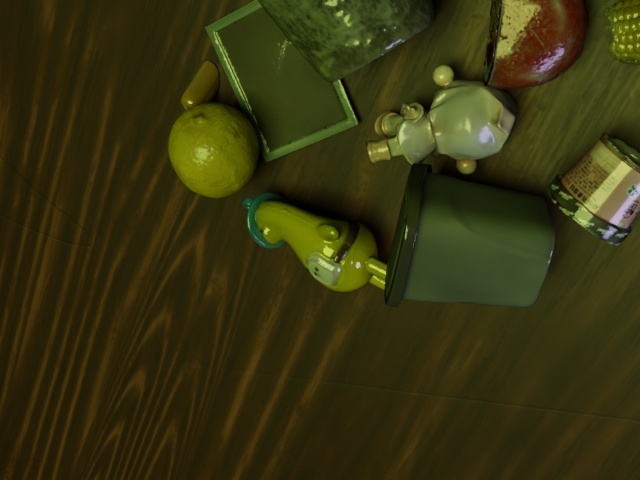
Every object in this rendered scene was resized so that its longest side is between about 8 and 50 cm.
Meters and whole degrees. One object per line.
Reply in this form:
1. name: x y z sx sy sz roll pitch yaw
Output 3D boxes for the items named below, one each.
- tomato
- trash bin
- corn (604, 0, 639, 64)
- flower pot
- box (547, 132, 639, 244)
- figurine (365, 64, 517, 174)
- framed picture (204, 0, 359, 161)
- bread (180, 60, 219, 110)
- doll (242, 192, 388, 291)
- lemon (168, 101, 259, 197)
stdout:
1. tomato: 0.345 -0.342 1.383 0.155 0.180 0.214 9 115 7
2. trash bin: 0.249 0.003 1.491 0.250 0.219 0.219 8 126 -3
3. corn: 0.596 -0.318 1.274 0.345 0.131 0.131 1 110 27
4. flower pot: 0.025 -0.453 1.425 0.294 0.293 0.330 -27 102 32
5. box: 0.471 -0.091 1.420 0.151 0.151 0.135 38 113 9
6. figurine: 0.211 -0.198 1.511 0.276 0.133 0.200 -9 109 30
7. framed picture: -0.075 -0.321 1.676 0.231 0.018 0.293 -18 101 32
8. bread: -0.235 -0.301 1.752 0.049 0.103 0.062 19 161 31
9. doll: 0.000 0.000 1.685 0.363 0.145 0.199 28 158 17
10. lemon: -0.207 -0.174 1.708 0.178 0.178 0.203 15 150 21
